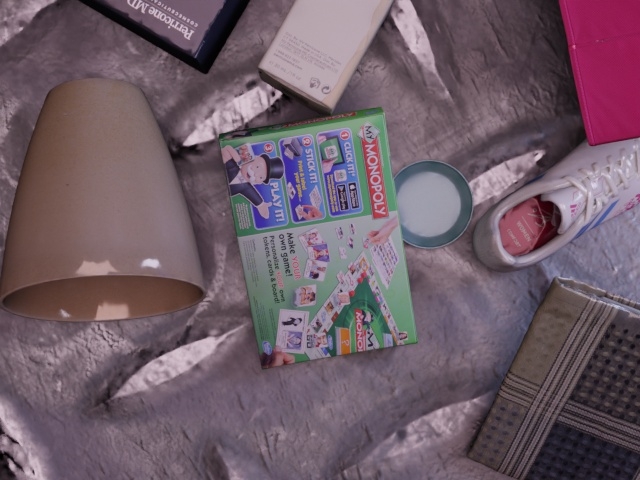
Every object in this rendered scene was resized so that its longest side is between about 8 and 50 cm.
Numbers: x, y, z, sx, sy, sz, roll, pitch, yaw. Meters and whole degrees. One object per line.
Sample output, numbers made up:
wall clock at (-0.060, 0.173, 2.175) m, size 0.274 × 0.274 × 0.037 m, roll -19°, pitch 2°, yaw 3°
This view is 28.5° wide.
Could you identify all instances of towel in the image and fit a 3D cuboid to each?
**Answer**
towel at (0.385, 0.216, 1.628) m, size 0.312 × 0.056 × 0.324 m, roll 22°, pitch 122°, yaw 1°

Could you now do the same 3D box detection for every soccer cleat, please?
soccer cleat at (0.347, -0.064, 1.637) m, size 0.331 × 0.143 × 0.116 m, roll -36°, pitch 91°, yaw 0°

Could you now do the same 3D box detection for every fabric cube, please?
fabric cube at (0.445, -0.282, 1.519) m, size 0.258 × 0.254 × 0.259 m, roll -8°, pitch 107°, yaw 24°

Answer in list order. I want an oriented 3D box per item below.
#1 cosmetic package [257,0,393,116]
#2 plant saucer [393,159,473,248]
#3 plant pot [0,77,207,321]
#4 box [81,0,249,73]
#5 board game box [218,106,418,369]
cosmetic package at (0.041, -0.321, 1.624) m, size 0.113 × 0.160 × 0.309 m, roll 30°, pitch 92°, yaw -2°
plant saucer at (0.145, -0.049, 1.696) m, size 0.119 × 0.021 × 0.119 m, roll 0°, pitch 92°, yaw 0°
plant pot at (-0.281, -0.056, 1.602) m, size 0.256 × 0.256 × 0.274 m, roll -5°, pitch 74°, yaw 0°
box at (-0.221, -0.437, 1.609) m, size 0.343 × 0.179 × 0.312 m, roll 31°, pitch 90°, yaw -1°
board game box at (0.000, 0.000, 1.640) m, size 0.213 × 0.046 × 0.317 m, roll -9°, pitch 108°, yaw -1°
